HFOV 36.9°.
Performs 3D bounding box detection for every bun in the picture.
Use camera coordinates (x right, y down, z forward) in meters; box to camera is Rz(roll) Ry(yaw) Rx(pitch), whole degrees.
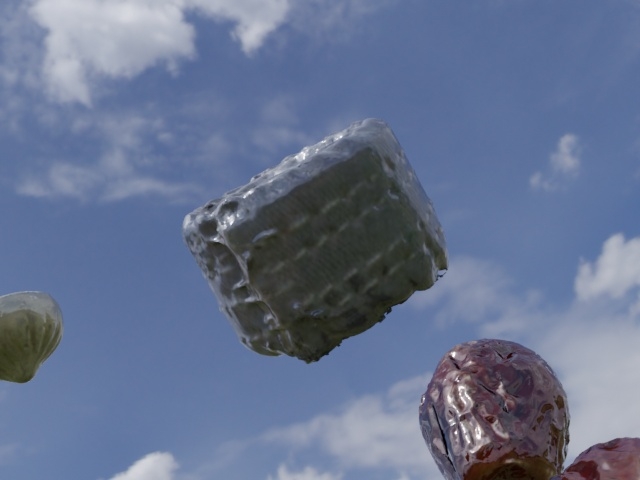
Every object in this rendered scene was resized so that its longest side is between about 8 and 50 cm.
[{"bbox_3d":[-0.371,0.128,1.154,0.138,0.094,0.138,-25,-20,-10],"label":"bun"}]

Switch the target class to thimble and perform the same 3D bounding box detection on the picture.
[{"bbox_3d":[0.000,0.000,0.921,0.205,0.172,0.236,-24,7,45],"label":"thimble"}]

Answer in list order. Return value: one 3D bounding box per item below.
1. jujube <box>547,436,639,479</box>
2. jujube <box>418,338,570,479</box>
[{"bbox_3d":[0.221,0.219,0.680,0.168,0.168,0.236,-33,-1,13],"label":"jujube"},{"bbox_3d":[0.221,0.237,1.208,0.197,0.290,0.197,1,-68,2],"label":"jujube"}]
